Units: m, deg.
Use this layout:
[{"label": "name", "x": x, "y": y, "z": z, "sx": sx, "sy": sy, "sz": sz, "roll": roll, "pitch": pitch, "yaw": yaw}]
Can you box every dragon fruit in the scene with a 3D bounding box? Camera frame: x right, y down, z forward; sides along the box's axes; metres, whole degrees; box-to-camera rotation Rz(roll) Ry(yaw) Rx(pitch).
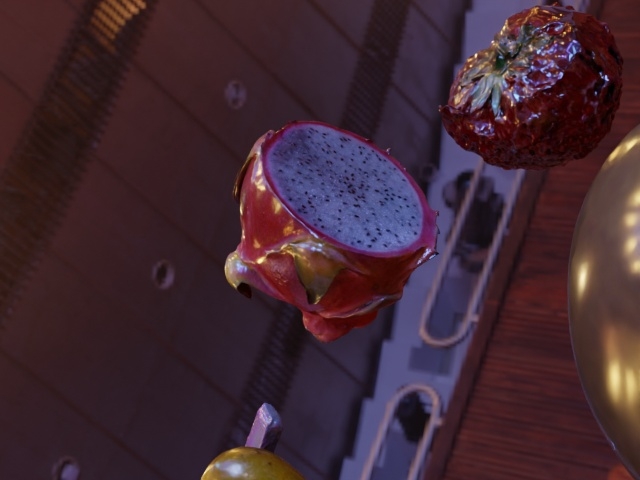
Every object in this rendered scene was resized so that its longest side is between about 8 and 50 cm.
[{"label": "dragon fruit", "x": 0.000, "y": 0.000, "z": 1.597, "sx": 0.305, "sy": 0.305, "sz": 0.226, "roll": -35, "pitch": -17, "yaw": -49}]

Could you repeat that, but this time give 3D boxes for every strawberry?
[{"label": "strawberry", "x": 0.314, "y": -0.202, "z": 1.585, "sx": 0.220, "sy": 0.274, "sz": 0.274, "roll": 43, "pitch": -122, "yaw": -29}]

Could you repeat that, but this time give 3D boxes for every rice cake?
[{"label": "rice cake", "x": -0.091, "y": 0.301, "z": 1.515, "sx": 0.036, "sy": 0.047, "sz": 0.207, "roll": -7, "pitch": -45, "yaw": -33}]

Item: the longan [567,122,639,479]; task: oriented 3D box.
[{"label": "longan", "x": 0.267, "y": 0.054, "z": 0.642, "sx": 0.243, "sy": 0.300, "sz": 0.300, "roll": -41, "pitch": -34, "yaw": 12}]

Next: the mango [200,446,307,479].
[{"label": "mango", "x": -0.073, "y": 0.275, "z": 0.915, "sx": 0.109, "sy": 0.157, "sz": 0.262, "roll": -86, "pitch": 13, "yaw": -48}]
